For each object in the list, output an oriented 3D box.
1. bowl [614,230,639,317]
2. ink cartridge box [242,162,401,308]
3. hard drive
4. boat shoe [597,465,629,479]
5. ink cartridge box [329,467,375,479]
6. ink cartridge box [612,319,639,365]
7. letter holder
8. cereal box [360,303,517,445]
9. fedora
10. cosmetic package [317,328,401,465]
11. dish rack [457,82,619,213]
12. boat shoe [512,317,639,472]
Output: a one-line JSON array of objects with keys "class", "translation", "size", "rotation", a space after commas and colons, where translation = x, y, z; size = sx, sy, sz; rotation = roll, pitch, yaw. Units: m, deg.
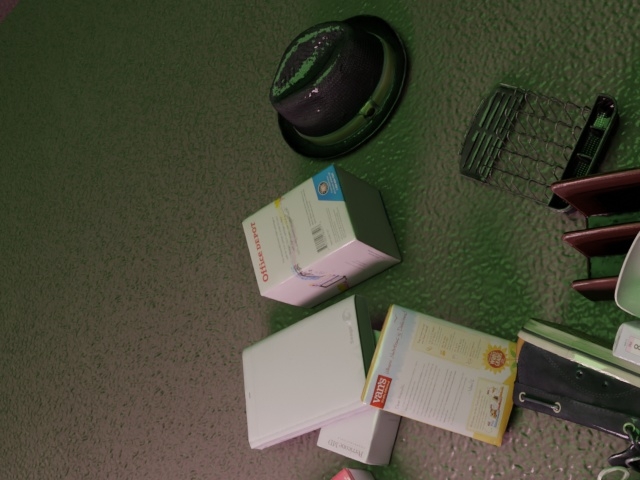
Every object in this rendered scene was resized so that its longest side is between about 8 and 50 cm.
[{"class": "bowl", "translation": [0.486, 0.047, 1.090], "size": [0.142, 0.053, 0.142], "rotation": [23, 119, 22]}, {"class": "ink cartridge box", "translation": [0.000, 0.000, 1.555], "size": [0.233, 0.168, 0.171], "rotation": [-30, 60, 26]}, {"class": "hard drive", "translation": [-0.025, 0.248, 1.490], "size": [0.308, 0.040, 0.202], "rotation": [-30, 56, 36]}, {"class": "boat shoe", "translation": [0.406, 0.386, 1.083], "size": [0.367, 0.136, 0.156], "rotation": [137, 142, -71]}, {"class": "ink cartridge box", "translation": [0.027, 0.531, 1.422], "size": [0.218, 0.092, 0.158], "rotation": [-43, 55, 15]}, {"class": "ink cartridge box", "translation": [0.544, 0.170, 1.095], "size": [0.232, 0.189, 0.066], "rotation": [18, 100, 39]}, {"class": "letter holder", "translation": [0.507, -0.014, 1.161], "size": [0.302, 0.214, 0.151], "rotation": [-8, 72, 34]}, {"class": "cereal box", "translation": [0.204, 0.220, 1.331], "size": [0.240, 0.047, 0.172], "rotation": [18, 86, -1]}, {"class": "fedora", "translation": [0.007, -0.339, 1.665], "size": [0.334, 0.153, 0.333], "rotation": [-12, 69, 33]}, {"class": "cosmetic package", "translation": [0.087, 0.279, 1.461], "size": [0.117, 0.085, 0.231], "rotation": [9, 80, 39]}, {"class": "dish rack", "translation": [0.365, -0.171, 1.403], "size": [0.272, 0.074, 0.208], "rotation": [25, 91, 38]}, {"class": "boat shoe", "translation": [0.481, 0.260, 1.125], "size": [0.500, 0.187, 0.155], "rotation": [23, 95, 43]}]
